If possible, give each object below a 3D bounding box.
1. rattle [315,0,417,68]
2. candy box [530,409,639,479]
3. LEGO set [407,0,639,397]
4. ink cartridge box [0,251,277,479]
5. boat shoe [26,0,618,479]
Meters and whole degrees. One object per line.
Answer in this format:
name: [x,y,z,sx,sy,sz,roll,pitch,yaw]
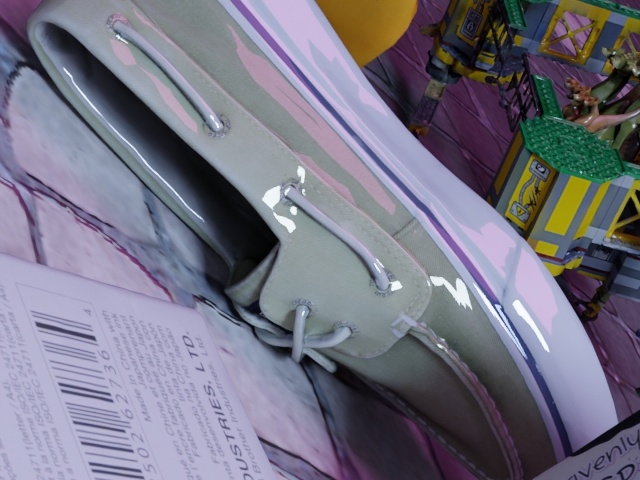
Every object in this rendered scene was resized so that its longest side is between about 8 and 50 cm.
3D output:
rattle: [0.014,-0.099,0.813,0.130,0.143,0.199,40,18,26]
candy box: [0.146,0.167,0.594,0.233,0.159,0.071,43,22,-29]
LEGO set: [0.165,-0.015,1.038,0.255,0.192,0.331,10,32,-19]
ink cartridge box: [-0.096,0.076,0.343,0.311,0.065,0.186,25,32,-58]
boat shoe: [0.000,0.000,0.676,0.302,0.094,0.109,50,-25,-5]
